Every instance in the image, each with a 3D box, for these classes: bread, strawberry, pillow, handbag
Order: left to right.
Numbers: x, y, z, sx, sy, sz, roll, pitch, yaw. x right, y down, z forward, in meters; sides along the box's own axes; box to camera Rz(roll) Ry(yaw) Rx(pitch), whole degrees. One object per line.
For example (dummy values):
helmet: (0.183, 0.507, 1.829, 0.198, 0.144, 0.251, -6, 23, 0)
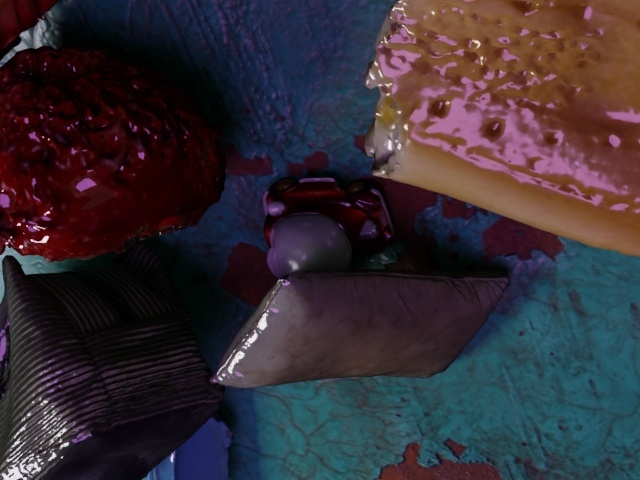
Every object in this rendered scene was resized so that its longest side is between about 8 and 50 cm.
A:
handbag: (-0.279, 0.163, 1.539, 0.340, 0.247, 0.240, -46, 63, 40)
strawberry: (-0.243, -0.090, 1.394, 0.274, 0.274, 0.220, -15, 96, 24)
pillow: (0.049, 0.094, 1.464, 0.302, 0.075, 0.185, 1, 139, -34)
bread: (0.254, -0.184, 1.185, 0.394, 0.250, 0.361, 16, 129, -1)

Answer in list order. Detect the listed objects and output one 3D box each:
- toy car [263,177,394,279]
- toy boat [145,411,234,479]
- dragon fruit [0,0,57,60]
toy car: (0.000, 0.000, 1.459, 0.139, 0.112, 0.112, -9, 121, 21)
toy boat: (-0.172, 0.252, 1.702, 0.098, 0.109, 0.238, 32, 135, 39)
dragon fruit: (-0.339, -0.262, 1.243, 0.286, 0.329, 0.228, -29, 107, 31)
